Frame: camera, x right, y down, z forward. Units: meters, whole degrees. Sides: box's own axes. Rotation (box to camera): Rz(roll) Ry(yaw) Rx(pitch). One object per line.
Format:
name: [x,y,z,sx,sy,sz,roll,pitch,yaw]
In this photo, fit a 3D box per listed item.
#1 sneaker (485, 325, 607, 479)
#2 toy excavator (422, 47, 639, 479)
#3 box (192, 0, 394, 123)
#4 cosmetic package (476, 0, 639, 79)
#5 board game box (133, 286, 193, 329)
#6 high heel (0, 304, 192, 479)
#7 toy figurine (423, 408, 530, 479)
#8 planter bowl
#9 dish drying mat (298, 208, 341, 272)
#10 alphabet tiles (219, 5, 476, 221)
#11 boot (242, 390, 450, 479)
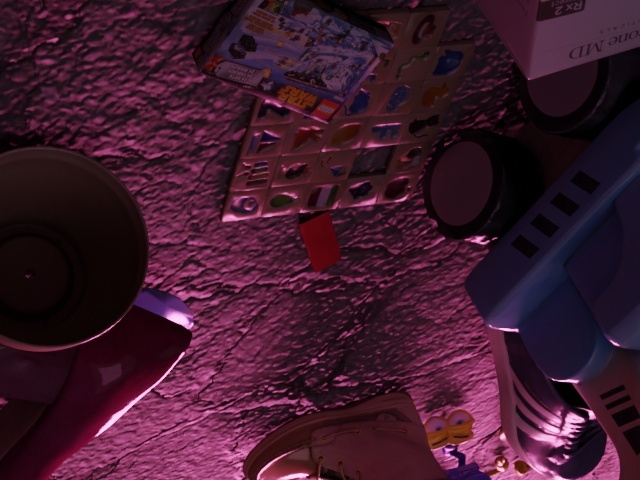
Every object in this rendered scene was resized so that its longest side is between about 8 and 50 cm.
sneaker: [0.280,0.169,1.680,0.131,0.148,0.350,-44,137,-18]
toy excavator: [0.269,0.089,1.381,0.222,0.445,0.433,11,130,-41]
box: [-0.021,-0.153,1.236,0.137,0.027,0.094,19,124,-38]
cosmetic package: [0.198,-0.250,1.159,0.151,0.151,0.184,-17,144,-12]
board game box: [-0.200,0.076,1.417,0.133,0.033,0.168,19,135,-43]
high heel: [-0.235,0.195,1.425,0.181,0.127,0.377,5,141,-13]
toy figurine: [0.198,0.340,1.856,0.362,0.217,0.191,-10,142,-22]
planter bowl: [-0.228,0.018,1.239,0.162,0.162,0.109,-11,168,-22]
dish drying mat: [0.000,0.000,1.474,0.032,0.008,0.083,-24,144,-5]
alphabet tiles: [0.026,-0.109,1.352,0.198,0.009,0.237,-7,140,-26]
boot: [0.037,0.266,1.699,0.213,0.165,0.077,-17,143,-17]
